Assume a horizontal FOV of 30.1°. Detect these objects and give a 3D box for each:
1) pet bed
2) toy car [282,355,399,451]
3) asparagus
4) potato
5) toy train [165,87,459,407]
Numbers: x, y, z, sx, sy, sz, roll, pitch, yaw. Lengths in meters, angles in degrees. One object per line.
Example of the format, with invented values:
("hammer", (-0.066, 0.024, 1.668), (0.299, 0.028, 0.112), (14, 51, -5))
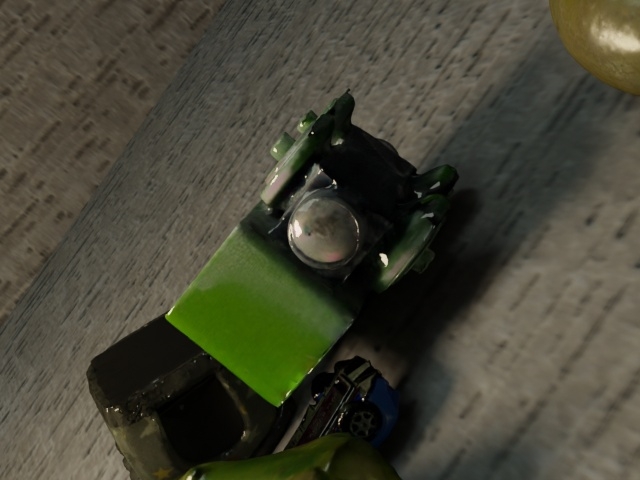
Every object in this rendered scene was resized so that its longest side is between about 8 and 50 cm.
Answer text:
("pet bed", (-0.138, 0.179, 1.256), (0.183, 0.159, 0.211), (-32, 18, -13))
("toy car", (-0.003, 0.202, 1.021), (0.216, 0.063, 0.103), (-60, 20, 1))
("asparagus", (-0.051, 0.207, 0.938), (0.343, 0.082, 0.085), (-20, 82, 51))
("potato", (0.271, -0.211, 0.950), (0.235, 0.160, 0.177), (-115, 23, -52))
("toy train", (0.000, 0.000, 1.134), (0.249, 0.173, 0.307), (-51, 2, 19))
